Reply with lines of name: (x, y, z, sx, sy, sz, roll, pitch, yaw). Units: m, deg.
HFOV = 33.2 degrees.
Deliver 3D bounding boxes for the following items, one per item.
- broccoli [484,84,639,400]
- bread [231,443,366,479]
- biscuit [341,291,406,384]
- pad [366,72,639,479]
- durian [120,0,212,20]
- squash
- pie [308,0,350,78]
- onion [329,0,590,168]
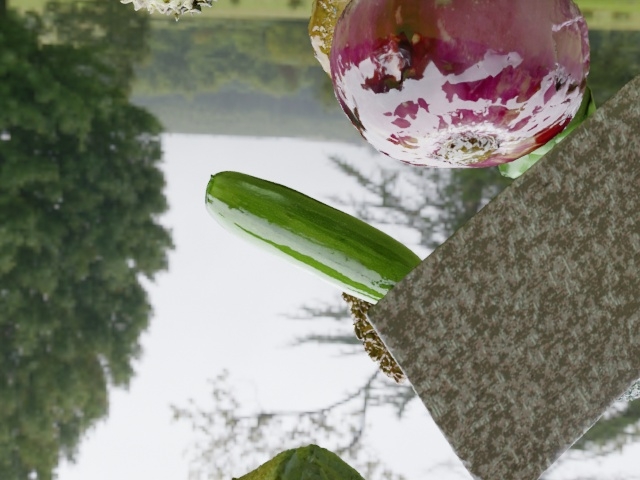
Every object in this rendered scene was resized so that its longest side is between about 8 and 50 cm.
broccoli: (0.236, 0.015, 0.971, 0.297, 0.297, 0.297, -21, -147, 15)
bread: (-0.012, 0.356, 1.150, 0.186, 0.257, 0.124, 12, 147, -29)
biscuit: (0.084, 0.085, 1.388, 0.025, 0.126, 0.206, 17, -157, -30)
pad: (0.148, 0.027, 0.618, 0.235, 0.158, 0.003, -40, -158, -17)
durian: (-0.230, -0.470, 1.577, 0.258, 0.293, 0.258, 3, 158, 1)
squash: (0.000, 0.000, 1.202, 0.292, 0.082, 0.082, 26, -179, -14)
pie: (0.102, -0.338, 1.601, 0.273, 0.273, 0.069, -3, -169, -35)
onion: (0.094, -0.123, 0.735, 0.177, 0.177, 0.153, 1, -133, -12)
